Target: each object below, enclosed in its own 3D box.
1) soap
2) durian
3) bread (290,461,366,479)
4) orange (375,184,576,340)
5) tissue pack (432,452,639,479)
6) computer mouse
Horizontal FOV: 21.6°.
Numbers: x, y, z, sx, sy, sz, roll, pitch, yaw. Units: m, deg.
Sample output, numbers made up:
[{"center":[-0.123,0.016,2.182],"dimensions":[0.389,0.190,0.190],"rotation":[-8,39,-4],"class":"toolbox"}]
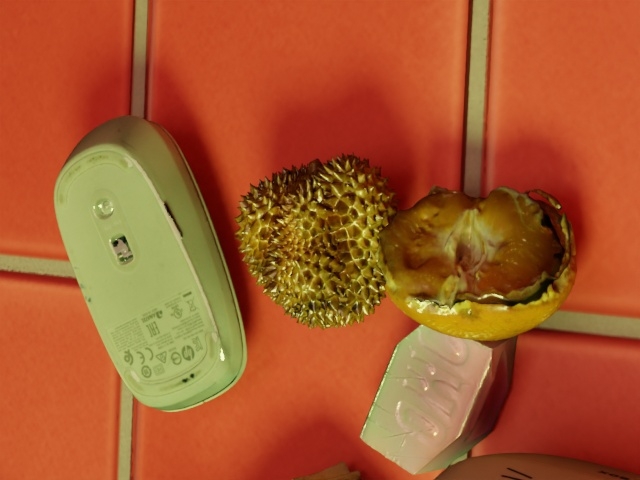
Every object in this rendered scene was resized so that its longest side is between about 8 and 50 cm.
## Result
[{"center":[0.107,0.128,1.463],"dimensions":[0.100,0.056,0.149],"rotation":[31,109,29],"class":"soap"},{"center":[0.000,0.000,1.499],"dimensions":[0.158,0.137,0.168],"rotation":[20,117,54],"class":"durian"},{"center":[0.010,0.328,1.506],"dimensions":[0.210,0.109,0.192],"rotation":[47,110,26],"class":"bread"},{"center":[0.134,0.023,1.401],"dimensions":[0.160,0.112,0.170],"rotation":[-29,35,-3],"class":"orange"},{"center":[0.213,0.296,1.277],"dimensions":[0.333,0.236,0.229],"rotation":[14,100,36],"class":"tissue pack"},{"center":[-0.158,0.019,1.633],"dimensions":[0.159,0.097,0.288],"rotation":[-27,87,32],"class":"computer mouse"}]
